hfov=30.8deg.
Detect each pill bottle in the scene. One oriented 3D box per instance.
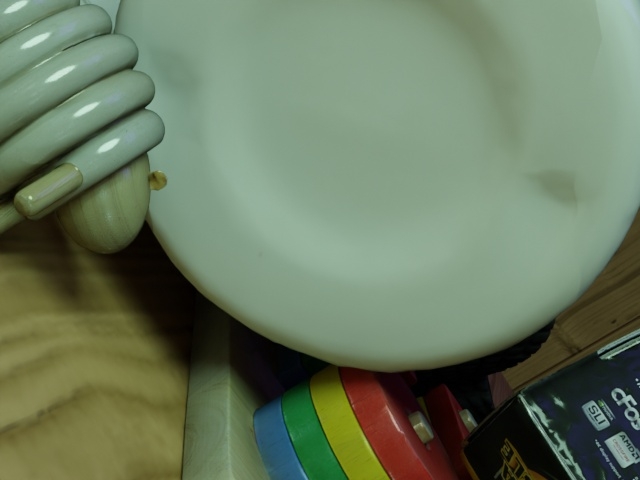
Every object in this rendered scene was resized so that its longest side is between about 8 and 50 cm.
[{"bbox_3d":[0.070,-0.112,0.614,0.224,0.224,0.392,57,26,-8],"label":"pill bottle"}]

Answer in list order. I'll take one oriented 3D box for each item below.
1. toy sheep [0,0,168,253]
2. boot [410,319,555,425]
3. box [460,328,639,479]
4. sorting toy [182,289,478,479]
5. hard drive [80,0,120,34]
[{"bbox_3d":[-0.107,-0.054,0.429,0.132,0.091,0.091,61,7,-9],"label":"toy sheep"},{"bbox_3d":[0.072,0.002,0.846,0.338,0.118,0.223,101,-17,-64],"label":"boot"},{"bbox_3d":[0.253,0.165,0.515,0.322,0.257,0.079,58,-30,19],"label":"box"},{"bbox_3d":[0.042,0.135,0.602,0.257,0.089,0.255,56,8,-20],"label":"sorting toy"},{"bbox_3d":[-0.130,-0.203,0.551,0.339,0.064,0.237,50,41,-46],"label":"hard drive"}]
